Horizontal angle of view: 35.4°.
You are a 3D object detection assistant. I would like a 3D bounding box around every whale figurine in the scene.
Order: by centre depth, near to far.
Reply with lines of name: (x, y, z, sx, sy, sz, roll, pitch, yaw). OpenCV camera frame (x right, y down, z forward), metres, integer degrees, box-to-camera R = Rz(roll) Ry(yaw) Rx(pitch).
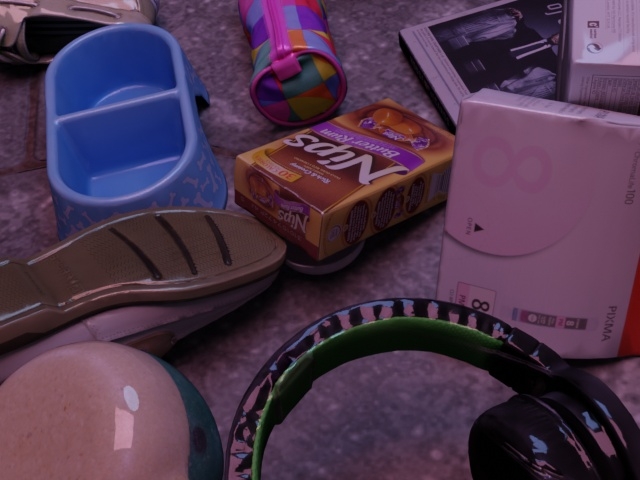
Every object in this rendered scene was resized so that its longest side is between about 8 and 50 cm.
whale figurine: (-0.142, 0.205, 0.658, 0.216, 0.141, 0.272, -16, 65, 29)

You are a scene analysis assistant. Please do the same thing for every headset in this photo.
headset: (0.124, 0.178, 0.579, 0.394, 0.185, 0.243, 35, 61, 15)

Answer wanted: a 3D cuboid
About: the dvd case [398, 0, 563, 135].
dvd case: (0.219, -0.182, 0.995, 0.239, 0.029, 0.179, -18, 48, -5)

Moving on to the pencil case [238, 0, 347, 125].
pencil case: (-0.038, -0.223, 1.033, 0.104, 0.104, 0.236, -13, 48, -2)

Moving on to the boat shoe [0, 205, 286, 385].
boat shoe: (-0.171, 0.057, 0.801, 0.302, 0.103, 0.113, -15, 41, -23)

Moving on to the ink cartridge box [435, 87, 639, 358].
ink cartridge box: (0.205, 0.002, 0.723, 0.232, 0.189, 0.066, 15, 26, 24)

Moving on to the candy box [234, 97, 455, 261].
candy box: (0.031, -0.058, 0.866, 0.187, 0.053, 0.109, -27, 47, -36)

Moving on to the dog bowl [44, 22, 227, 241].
dog bowl: (-0.187, -0.105, 0.970, 0.166, 0.074, 0.297, -14, 48, -2)

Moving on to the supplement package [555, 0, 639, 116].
supplement package: (0.327, -0.139, 0.801, 0.263, 0.198, 0.199, 4, 56, 10)

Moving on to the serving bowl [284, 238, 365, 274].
serving bowl: (0.000, 0.000, 0.870, 0.083, 0.027, 0.083, -5, 47, 5)

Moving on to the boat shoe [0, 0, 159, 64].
boat shoe: (-0.329, -0.242, 1.099, 0.302, 0.109, 0.094, -7, 49, 1)
